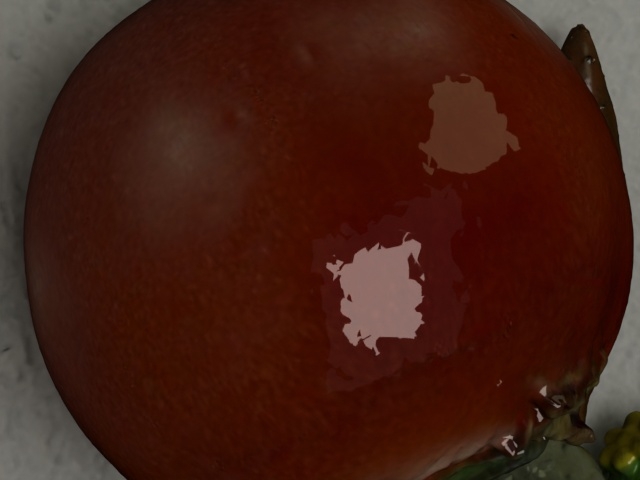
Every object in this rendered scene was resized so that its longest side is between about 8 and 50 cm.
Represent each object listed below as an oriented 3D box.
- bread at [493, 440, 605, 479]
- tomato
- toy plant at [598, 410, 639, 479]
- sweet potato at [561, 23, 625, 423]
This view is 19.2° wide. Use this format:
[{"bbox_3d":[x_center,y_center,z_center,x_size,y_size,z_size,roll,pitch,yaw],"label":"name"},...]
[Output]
[{"bbox_3d":[0.123,0.269,1.086,0.250,0.225,0.279,-34,122,-15],"label":"bread"},{"bbox_3d":[0.000,0.000,0.978,0.321,0.321,0.321,-3,97,-24],"label":"tomato"},{"bbox_3d":[0.240,0.175,1.208,0.093,0.093,0.162,-47,112,-13],"label":"toy plant"},{"bbox_3d":[0.162,-0.001,1.175,0.057,0.057,0.264,-7,100,-24],"label":"sweet potato"}]
